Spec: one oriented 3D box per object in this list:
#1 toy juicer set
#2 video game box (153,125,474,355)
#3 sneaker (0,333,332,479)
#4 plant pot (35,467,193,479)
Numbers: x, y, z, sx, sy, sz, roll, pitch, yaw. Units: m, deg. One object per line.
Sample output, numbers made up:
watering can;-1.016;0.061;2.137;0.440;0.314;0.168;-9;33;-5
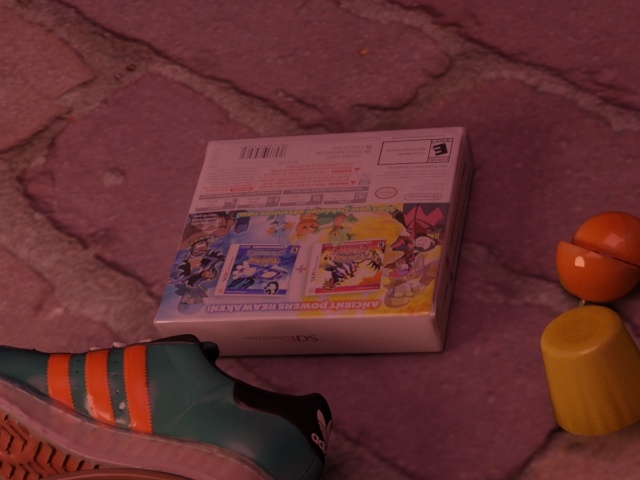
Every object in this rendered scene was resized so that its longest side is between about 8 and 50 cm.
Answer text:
toy juicer set;0.304;0.018;1.213;0.329;0.089;0.209;-15;30;16
video game box;0.000;0.000;1.354;0.205;0.048;0.187;-2;44;18
sneaker;-0.130;0.118;1.250;0.302;0.108;0.121;16;47;27
plant pot;-0.130;0.252;1.088;0.237;0.109;0.237;-4;37;3
